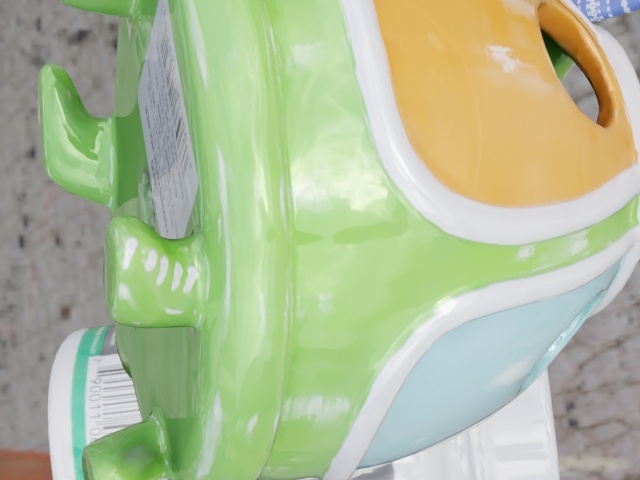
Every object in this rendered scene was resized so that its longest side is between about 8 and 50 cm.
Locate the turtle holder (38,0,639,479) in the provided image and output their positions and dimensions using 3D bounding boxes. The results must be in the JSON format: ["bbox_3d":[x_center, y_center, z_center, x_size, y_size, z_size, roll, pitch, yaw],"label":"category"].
[{"bbox_3d":[0.005,0.006,0.700,0.243,0.227,0.320,-114,24,-51],"label":"turtle holder"}]

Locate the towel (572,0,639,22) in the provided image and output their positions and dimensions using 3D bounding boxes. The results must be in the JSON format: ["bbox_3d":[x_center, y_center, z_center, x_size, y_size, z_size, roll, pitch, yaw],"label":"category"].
[{"bbox_3d":[0.310,-0.333,1.473,0.336,0.040,0.243,-9,76,51],"label":"towel"}]

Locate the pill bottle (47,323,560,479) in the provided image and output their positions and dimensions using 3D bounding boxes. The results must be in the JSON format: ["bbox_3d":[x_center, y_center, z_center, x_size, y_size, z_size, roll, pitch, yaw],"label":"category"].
[{"bbox_3d":[-0.007,0.147,1.236,0.361,0.204,0.204,-6,88,5],"label":"pill bottle"}]
